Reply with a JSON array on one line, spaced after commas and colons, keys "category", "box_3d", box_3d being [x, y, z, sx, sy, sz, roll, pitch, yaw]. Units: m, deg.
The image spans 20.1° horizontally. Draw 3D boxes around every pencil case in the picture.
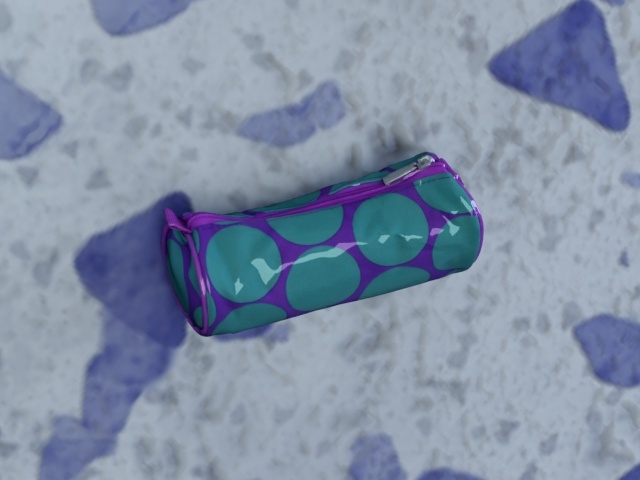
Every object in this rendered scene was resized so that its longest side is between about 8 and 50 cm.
[{"category": "pencil case", "box_3d": [0.000, 0.000, 0.896, 0.151, 0.064, 0.070, -16, 125, -15]}]
